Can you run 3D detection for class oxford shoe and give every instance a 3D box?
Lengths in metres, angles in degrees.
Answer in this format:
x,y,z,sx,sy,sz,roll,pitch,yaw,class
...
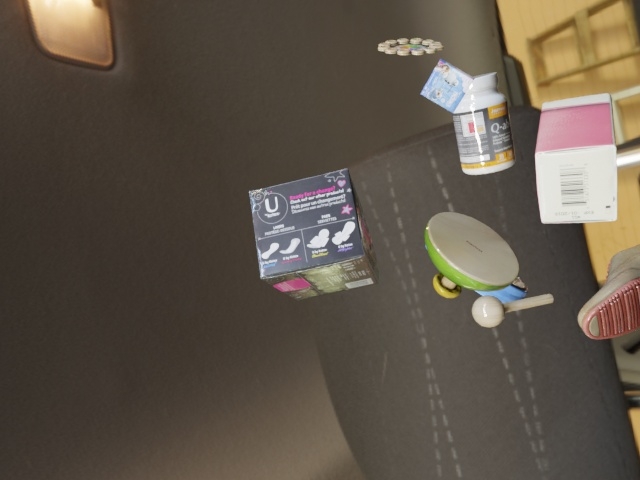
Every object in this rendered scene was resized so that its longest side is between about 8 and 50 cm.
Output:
x,y,z,sx,sy,sz,roll,pitch,yaw,class
0.686,0.101,1.249,0.348,0.130,0.123,-27,-61,-18,oxford shoe

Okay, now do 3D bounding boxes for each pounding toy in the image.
x,y,z,sx,sy,sz,roll,pitch,yaw,class
0.269,0.066,1.014,0.182,0.110,0.237,-7,-131,-35,pounding toy

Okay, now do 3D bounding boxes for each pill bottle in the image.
x,y,z,sx,sy,sz,roll,pitch,yaw,class
0.485,-0.349,1.675,0.162,0.162,0.279,-37,-63,-54,pill bottle

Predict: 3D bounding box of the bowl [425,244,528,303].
x,y,z,sx,sy,sz,roll,pitch,yaw,class
0.549,0.093,1.947,0.390,0.077,0.391,30,-163,-10,bowl

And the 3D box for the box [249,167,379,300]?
x,y,z,sx,sy,sz,roll,pitch,yaw,class
0.000,0.000,0.917,0.247,0.163,0.142,51,-153,-73,box

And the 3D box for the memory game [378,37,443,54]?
x,y,z,sx,sy,sz,roll,pitch,yaw,class
0.252,-0.547,1.569,0.186,0.186,0.012,-49,-36,-50,memory game

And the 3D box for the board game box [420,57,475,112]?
x,y,z,sx,sy,sz,roll,pitch,yaw,class
0.289,-0.352,1.273,0.090,0.090,0.020,31,-140,3,board game box

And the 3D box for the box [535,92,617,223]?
x,y,z,sx,sy,sz,roll,pitch,yaw,class
0.475,-0.154,1.034,0.232,0.126,0.149,-58,-43,-49,box
